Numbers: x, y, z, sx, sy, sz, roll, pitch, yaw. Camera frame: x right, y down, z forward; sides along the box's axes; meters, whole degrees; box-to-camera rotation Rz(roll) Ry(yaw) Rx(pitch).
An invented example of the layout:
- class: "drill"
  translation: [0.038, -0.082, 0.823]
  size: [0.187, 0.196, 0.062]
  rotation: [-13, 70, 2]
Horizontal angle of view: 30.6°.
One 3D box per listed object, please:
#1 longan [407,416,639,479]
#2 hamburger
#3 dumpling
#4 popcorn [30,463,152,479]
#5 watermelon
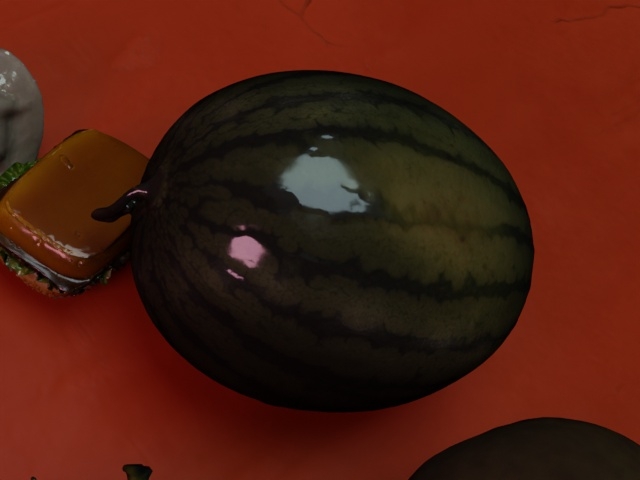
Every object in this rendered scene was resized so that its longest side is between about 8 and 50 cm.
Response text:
- class: "longan"
  translation: [0.174, 0.245, 0.903]
  size: [0.248, 0.248, 0.248]
  rotation: [12, 52, -16]
- class: "hamburger"
  translation: [-0.212, -0.023, 1.008]
  size: [0.137, 0.087, 0.166]
  rotation: [37, 48, 6]
- class: "dumpling"
  translation: [-0.330, -0.095, 1.014]
  size: [0.176, 0.092, 0.150]
  rotation: [-27, 84, -42]
- class: "popcorn"
  translation: [-0.149, 0.251, 0.728]
  size: [0.249, 0.249, 0.225]
  rotation: [27, 80, -4]
- class: "watermelon"
  translation: [0.000, 0.000, 0.956]
  size: [0.359, 0.279, 0.279]
  rotation: [15, 50, -29]
